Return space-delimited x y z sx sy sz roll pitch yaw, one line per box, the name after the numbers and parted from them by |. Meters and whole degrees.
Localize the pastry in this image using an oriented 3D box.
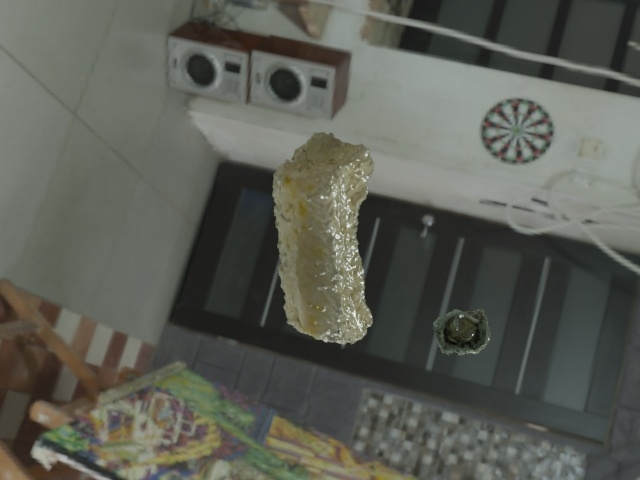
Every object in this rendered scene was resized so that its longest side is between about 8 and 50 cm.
0.006 0.003 1.047 0.089 0.121 0.258 -36 131 -54 | pastry

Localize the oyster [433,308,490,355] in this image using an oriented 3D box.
0.218 0.144 1.371 0.037 0.100 0.098 116 -24 -45 | oyster
